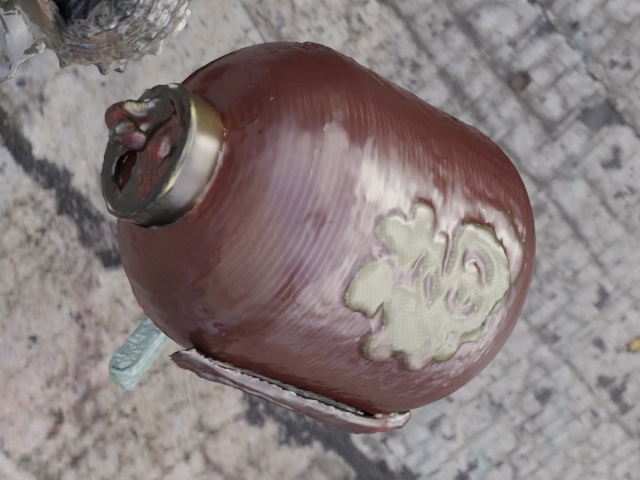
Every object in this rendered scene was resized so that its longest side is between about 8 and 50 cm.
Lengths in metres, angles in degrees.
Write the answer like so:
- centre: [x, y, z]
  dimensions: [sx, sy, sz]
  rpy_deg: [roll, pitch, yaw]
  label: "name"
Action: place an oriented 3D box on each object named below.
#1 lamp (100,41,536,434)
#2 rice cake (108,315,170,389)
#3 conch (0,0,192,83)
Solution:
- centre: [0.000, 0.000, 0.756]
  dimensions: [0.258, 0.180, 0.180]
  rpy_deg: [22, 109, -37]
  label: "lamp"
- centre: [-0.085, 0.037, 0.864]
  dimensions: [0.121, 0.021, 0.022]
  rpy_deg: [-55, 159, -28]
  label: "rice cake"
- centre: [-0.227, -0.223, 1.207]
  dimensions: [0.313, 0.186, 0.240]
  rpy_deg: [-32, 131, -14]
  label: "conch"
